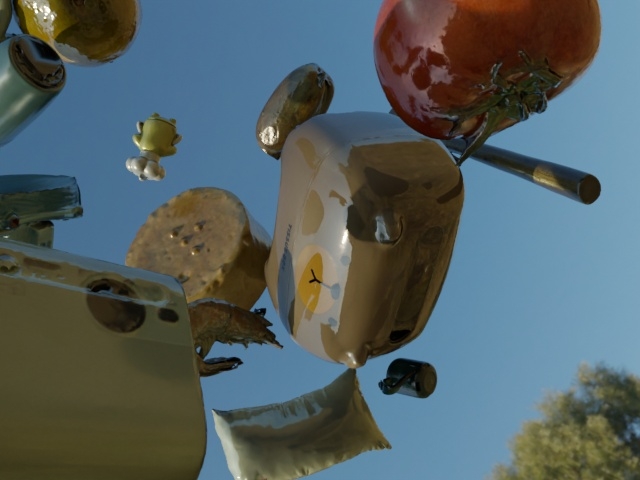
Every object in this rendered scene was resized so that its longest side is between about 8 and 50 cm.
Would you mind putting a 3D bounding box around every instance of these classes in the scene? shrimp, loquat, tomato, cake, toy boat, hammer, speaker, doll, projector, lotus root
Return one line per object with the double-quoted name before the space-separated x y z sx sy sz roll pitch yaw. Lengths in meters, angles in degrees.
"shrimp" -0.146 0.161 1.077 0.223 0.047 0.126 24 -94 -44
"loquat" -0.411 -0.393 1.193 0.213 0.213 0.246 -56 -16 -15
"tomato" 0.185 -0.233 0.797 0.255 0.224 0.256 -17 -24 -8
"cake" -0.241 0.084 1.603 0.332 0.332 0.321 -55 -36 -16
"toy boat" -0.347 -0.021 0.801 0.215 0.088 0.102 -35 -43 -71
"hammer" 0.275 -0.137 1.130 0.168 0.440 0.044 26 -84 -31
"speaker" 0.138 0.222 1.122 0.094 0.075 0.060 15 -101 -46
"doll" -0.376 -0.208 1.556 0.106 0.062 0.162 18 -108 -7
"projector" -0.285 0.154 0.665 0.249 0.249 0.248 17 -45 -39
"lotus root" -0.062 -0.298 1.585 0.241 0.123 0.124 -49 -30 19

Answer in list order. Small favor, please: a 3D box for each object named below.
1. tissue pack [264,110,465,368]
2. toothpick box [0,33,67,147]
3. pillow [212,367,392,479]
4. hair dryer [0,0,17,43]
"tissue pack" 0.071 0.007 1.108 0.267 0.277 0.387 -10 -50 -31
"toothpick box" -0.472 -0.226 1.038 0.120 0.184 0.120 37 -140 -39
"pillow" -0.030 0.293 1.076 0.254 0.144 0.078 -15 -27 -13
"hair dryer" -0.565 -0.343 1.084 0.229 0.092 0.267 -28 -24 -28
